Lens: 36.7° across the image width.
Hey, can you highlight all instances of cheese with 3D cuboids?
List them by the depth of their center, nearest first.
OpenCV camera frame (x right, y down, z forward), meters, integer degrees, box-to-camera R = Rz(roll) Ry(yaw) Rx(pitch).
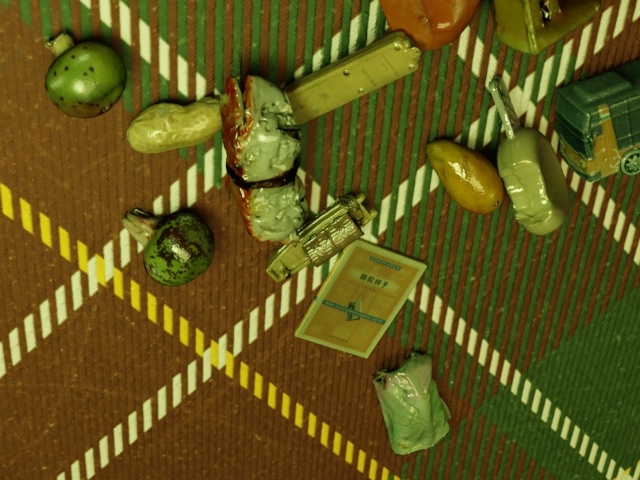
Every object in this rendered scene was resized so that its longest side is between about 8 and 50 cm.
[{"bbox_3d":[0.354,-0.152,1.694,0.082,0.163,0.286,-16,111,31],"label":"cheese"}]

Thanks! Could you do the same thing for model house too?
[{"bbox_3d":[0.323,-0.437,1.454,0.173,0.268,0.239,-14,120,10],"label":"model house"}]

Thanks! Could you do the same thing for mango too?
[{"bbox_3d":[0.259,-0.115,1.705,0.089,0.115,0.165,-45,119,-8],"label":"mango"}]

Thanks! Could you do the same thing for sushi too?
[{"bbox_3d":[-0.089,-0.126,1.584,0.130,0.124,0.332,-12,136,-12],"label":"sushi"}]

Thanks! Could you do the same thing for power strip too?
[{"bbox_3d":[0.031,-0.253,1.546,0.305,0.044,0.064,-21,128,32],"label":"power strip"}]

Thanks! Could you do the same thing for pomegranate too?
[{"bbox_3d":[-0.362,-0.250,1.482,0.130,0.130,0.130,-6,123,-9],"label":"pomegranate"},{"bbox_3d":[-0.258,0.001,1.670,0.125,0.163,0.138,-20,153,-48],"label":"pomegranate"}]

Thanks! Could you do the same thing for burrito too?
[{"bbox_3d":[0.188,0.339,1.993,0.144,0.089,0.229,-22,126,-2],"label":"burrito"}]

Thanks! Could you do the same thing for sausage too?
[{"bbox_3d":[0.152,-0.420,1.463,0.141,0.153,0.268,-44,131,-30],"label":"sausage"}]

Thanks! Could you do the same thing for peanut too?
[{"bbox_3d":[-0.229,-0.191,1.569,0.174,0.080,0.080,-16,124,-7],"label":"peanut"}]

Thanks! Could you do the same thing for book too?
[{"bbox_3d":[0.077,0.115,1.864,0.170,0.018,0.241,19,115,-23],"label":"book"}]

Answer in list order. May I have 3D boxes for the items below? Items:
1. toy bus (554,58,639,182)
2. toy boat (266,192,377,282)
[{"bbox_3d":[0.559,-0.225,1.693,0.275,0.138,0.167,-21,122,-1],"label":"toy bus"},{"bbox_3d":[0.000,0.000,1.733,0.226,0.088,0.068,-36,123,9],"label":"toy boat"}]
